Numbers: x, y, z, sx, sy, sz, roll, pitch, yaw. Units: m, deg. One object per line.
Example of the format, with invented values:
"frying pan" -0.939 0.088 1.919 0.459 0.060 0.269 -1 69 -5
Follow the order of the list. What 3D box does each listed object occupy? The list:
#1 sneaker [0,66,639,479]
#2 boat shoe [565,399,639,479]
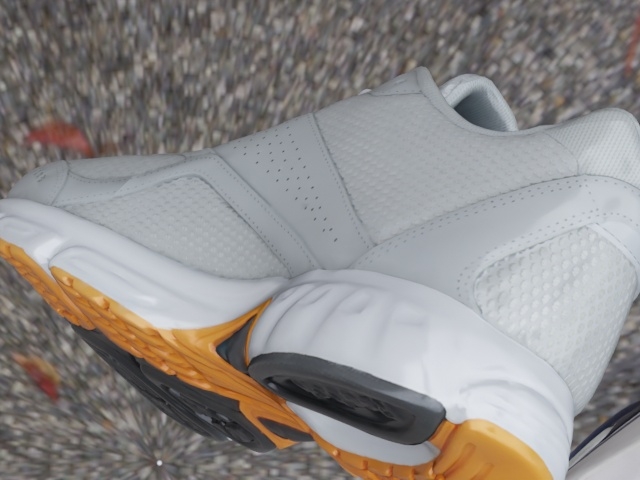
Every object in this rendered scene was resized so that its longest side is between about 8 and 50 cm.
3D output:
"sneaker" 0.000 0.000 0.557 0.121 0.262 0.099 -54 129 -18
"boat shoe" 0.272 0.090 1.035 0.340 0.158 0.127 -31 92 15
